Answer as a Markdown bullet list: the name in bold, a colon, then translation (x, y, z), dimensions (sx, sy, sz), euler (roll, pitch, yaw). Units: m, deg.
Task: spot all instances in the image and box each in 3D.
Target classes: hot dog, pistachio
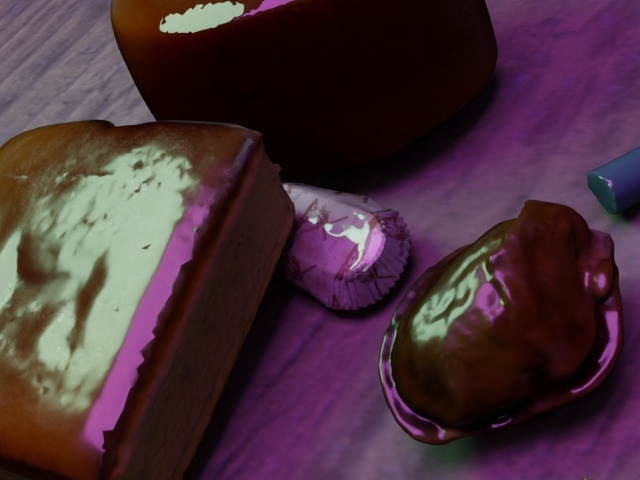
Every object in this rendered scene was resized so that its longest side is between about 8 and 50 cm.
- **hot dog**: translation (0.000, 0.000, 0.928), dimensions (0.191, 0.059, 0.108), euler (23, 71, 41)
- **pistachio**: translation (0.130, 0.059, 0.735), dimensions (0.210, 0.130, 0.165), euler (-46, 45, -8)

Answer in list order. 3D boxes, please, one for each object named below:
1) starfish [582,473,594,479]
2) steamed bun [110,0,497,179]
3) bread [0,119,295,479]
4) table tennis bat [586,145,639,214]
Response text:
- **starfish**: translation (0.187, 0.186, 0.652), dimensions (0.092, 0.016, 0.086), euler (-12, 43, 27)
- **steamed bun**: translation (-0.029, -0.195, 1.012), dimensions (0.379, 0.235, 0.248), euler (-6, 39, 23)
- **bread**: translation (-0.214, 0.057, 0.887), dimensions (0.324, 0.143, 0.333), euler (4, 59, 32)
- **table tennis bat**: translation (0.373, -0.118, 0.855), dimensions (0.329, 0.044, 0.215), euler (-30, 40, -7)
